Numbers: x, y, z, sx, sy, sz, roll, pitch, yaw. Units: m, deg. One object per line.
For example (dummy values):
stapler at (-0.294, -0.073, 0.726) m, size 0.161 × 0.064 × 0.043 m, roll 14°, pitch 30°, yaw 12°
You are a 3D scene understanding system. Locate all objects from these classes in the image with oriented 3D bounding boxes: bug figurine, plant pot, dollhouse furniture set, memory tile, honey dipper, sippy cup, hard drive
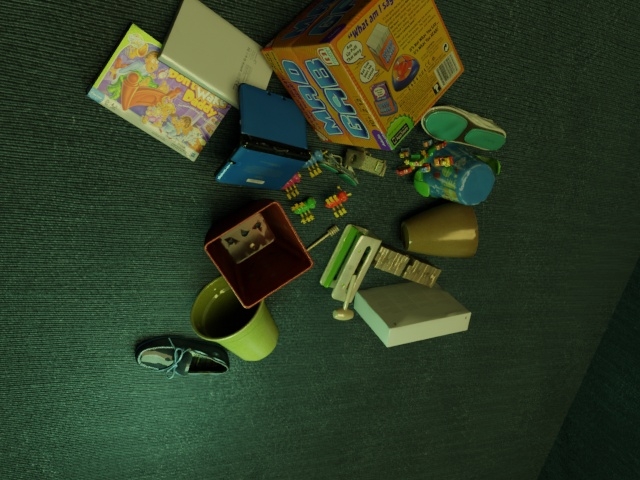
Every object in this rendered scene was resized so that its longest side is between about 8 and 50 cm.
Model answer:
bug figurine at (-0.029, -0.187, 1.850) m, size 0.216 × 0.072 × 0.279 m, roll -25°, pitch 126°, yaw 11°
plant pot at (-0.224, 0.011, 1.764) m, size 0.267 × 0.236 × 0.267 m, roll -33°, pitch 118°, yaw -7°
plant pot at (0.456, -0.032, 2.102) m, size 0.254 × 0.237 × 0.237 m, roll -8°, pitch 118°, yaw -7°
dollhouse furniture set at (0.199, -0.315, 1.872) m, size 0.182 × 0.101 × 0.160 m, roll 10°, pitch 101°, yaw -40°
plant pot at (-0.276, 0.292, 1.889) m, size 0.276 × 0.276 × 0.254 m, roll -36°, pitch 135°, yaw -6°
memory tile at (-0.245, 0.083, 1.931) m, size 0.113 × 0.012 × 0.148 m, roll 34°, pitch 96°, yaw -34°
honey dipper at (0.000, 0.000, 1.998) m, size 0.161 × 0.030 × 0.030 m, roll -38°, pitch 124°, yaw -3°
sippy cup at (0.527, -0.243, 2.017) m, size 0.305 × 0.224 × 0.240 m, roll -48°, pitch 124°, yaw 3°
hard drive at (-0.290, -0.529, 1.543) m, size 0.319 × 0.040 × 0.210 m, roll 27°, pitch 74°, yaw -35°

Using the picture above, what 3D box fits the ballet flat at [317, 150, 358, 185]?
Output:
ballet flat at (0.074, -0.260, 1.892) m, size 0.188 × 0.070 × 0.070 m, roll 27°, pitch 100°, yaw -36°

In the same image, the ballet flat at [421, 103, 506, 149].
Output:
ballet flat at (0.518, -0.436, 1.984) m, size 0.400 × 0.139 × 0.139 m, roll 10°, pitch 109°, yaw -29°

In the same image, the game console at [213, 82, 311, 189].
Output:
game console at (-0.181, -0.306, 1.635) m, size 0.250 × 0.173 × 0.293 m, roll -43°, pitch 153°, yaw 29°

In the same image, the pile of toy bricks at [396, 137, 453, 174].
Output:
pile of toy bricks at (0.359, -0.292, 1.919) m, size 0.105 × 0.212 × 0.118 m, roll -44°, pitch 124°, yaw -44°

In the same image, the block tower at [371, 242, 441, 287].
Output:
block tower at (0.333, 0.095, 2.167) m, size 0.335 × 0.097 × 0.091 m, roll 21°, pitch 103°, yaw -30°

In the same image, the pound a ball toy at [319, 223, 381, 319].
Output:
pound a ball toy at (0.130, 0.127, 2.014) m, size 0.136 × 0.208 × 0.319 m, roll 17°, pitch 105°, yaw -31°

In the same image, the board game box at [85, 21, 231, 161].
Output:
board game box at (-0.457, -0.423, 1.546) m, size 0.347 × 0.078 × 0.233 m, roll 31°, pitch 97°, yaw -34°

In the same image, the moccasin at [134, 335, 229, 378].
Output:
moccasin at (-0.485, 0.421, 1.914) m, size 0.342 × 0.117 × 0.137 m, roll 5°, pitch 111°, yaw -27°

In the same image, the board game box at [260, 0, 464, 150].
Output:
board game box at (0.124, -0.529, 1.563) m, size 0.356 × 0.356 × 0.356 m, roll -48°, pitch 125°, yaw -14°

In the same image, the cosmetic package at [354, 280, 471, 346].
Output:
cosmetic package at (0.367, 0.283, 2.157) m, size 0.377 × 0.284 × 0.097 m, roll -7°, pitch 116°, yaw -22°
